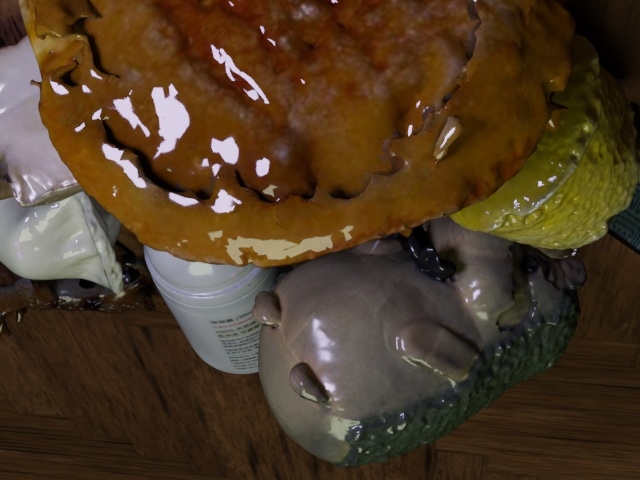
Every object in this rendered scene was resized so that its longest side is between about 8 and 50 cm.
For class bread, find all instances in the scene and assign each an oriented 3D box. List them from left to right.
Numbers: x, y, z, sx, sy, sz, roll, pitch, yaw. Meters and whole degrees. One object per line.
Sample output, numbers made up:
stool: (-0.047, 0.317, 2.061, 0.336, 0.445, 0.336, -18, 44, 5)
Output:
bread: (-0.016, -0.142, 1.046, 0.358, 0.336, 0.204, -14, 167, -2)
bread: (0.183, -0.081, 1.288, 0.197, 0.197, 0.170, -15, 151, 39)

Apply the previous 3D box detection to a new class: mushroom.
mushroom: (-0.225, -0.106, 1.399, 0.286, 0.156, 0.151, -19, 166, 6)

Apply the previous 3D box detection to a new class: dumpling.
dumpling: (-0.297, -0.048, 1.563, 0.252, 0.131, 0.179, 38, 158, 18)

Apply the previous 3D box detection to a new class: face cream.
face cream: (-0.114, 0.009, 1.611, 0.145, 0.145, 0.369, 2, 153, 11)

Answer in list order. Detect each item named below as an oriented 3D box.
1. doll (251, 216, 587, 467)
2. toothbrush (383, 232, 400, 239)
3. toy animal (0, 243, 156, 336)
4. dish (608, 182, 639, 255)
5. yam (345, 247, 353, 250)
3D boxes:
doll: (0.105, 0.089, 1.571, 0.350, 0.247, 0.247, -13, 160, -19)
toothbrush: (0.072, -0.003, 1.658, 0.042, 0.035, 0.413, 6, 155, -4)
toy animal: (-0.325, 0.068, 1.854, 0.243, 0.087, 0.260, 11, 151, -4)
dish: (0.375, -0.063, 1.403, 0.243, 0.080, 0.182, -19, 145, 39)
yam: (0.000, 0.000, 1.707, 0.107, 0.014, 0.014, 14, 154, -15)
